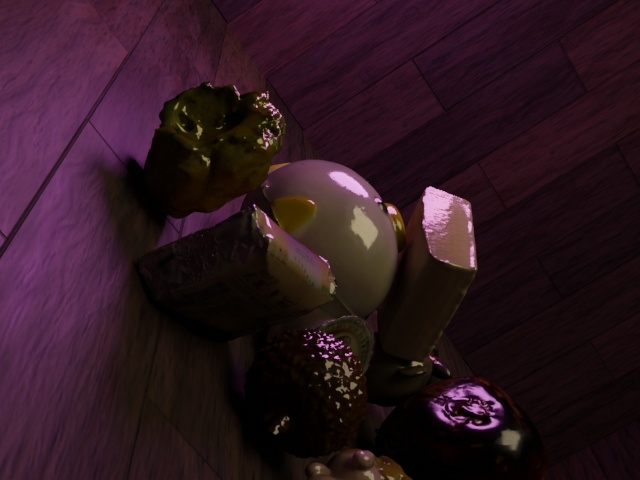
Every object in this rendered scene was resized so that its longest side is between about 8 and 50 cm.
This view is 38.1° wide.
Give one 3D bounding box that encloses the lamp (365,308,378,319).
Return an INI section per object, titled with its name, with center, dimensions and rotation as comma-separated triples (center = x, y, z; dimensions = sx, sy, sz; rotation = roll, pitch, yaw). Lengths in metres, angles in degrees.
[lamp]
center = 0.073, 0.136, 2.089
dimensions = 0.215, 0.151, 0.223
rotation = 1, 21, -28

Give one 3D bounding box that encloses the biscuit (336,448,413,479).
[biscuit]
center = 0.088, 0.439, 1.487
dimensions = 0.203, 0.041, 0.260
rotation = 38, 31, -3

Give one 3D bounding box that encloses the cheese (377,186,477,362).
[cheese]
center = 0.208, 0.069, 1.855
dimensions = 0.124, 0.265, 0.242
rotation = 20, 36, -5

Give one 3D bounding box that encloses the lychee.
[lychee]
center = -0.022, 0.232, 1.408
dimensions = 0.200, 0.200, 0.238
rotation = 57, 30, -2

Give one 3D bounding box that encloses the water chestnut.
[water chestnut]
center = 0.274, 0.445, 1.828
dimensions = 0.350, 0.350, 0.302
rotation = -95, 178, -68

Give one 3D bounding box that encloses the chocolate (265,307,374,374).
[chocolate]
center = -0.028, 0.194, 1.624
dimensions = 0.147, 0.221, 0.221
rotation = 29, -11, 40

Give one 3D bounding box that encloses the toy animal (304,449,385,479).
[toy animal]
center = -0.001, 0.387, 1.329
dimensions = 0.212, 0.124, 0.124
rotation = -27, 84, -46

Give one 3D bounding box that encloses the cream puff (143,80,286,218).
[cream puff]
center = -0.189, -0.169, 1.578
dimensions = 0.185, 0.282, 0.282
rotation = 62, 8, -18

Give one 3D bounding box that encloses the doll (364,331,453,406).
[doll]
center = 0.165, 0.264, 2.001
dimensions = 0.330, 0.235, 0.174
rotation = -2, 92, -65

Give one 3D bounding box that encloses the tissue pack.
[tissue pack]
center = -0.119, 0.061, 1.404
dimensions = 0.257, 0.215, 0.123
rotation = 36, 34, -62

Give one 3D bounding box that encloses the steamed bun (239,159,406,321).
[steamed bun]
center = -0.006, 0.004, 1.807
dimensions = 0.334, 0.334, 0.374
rotation = 53, 3, -25
